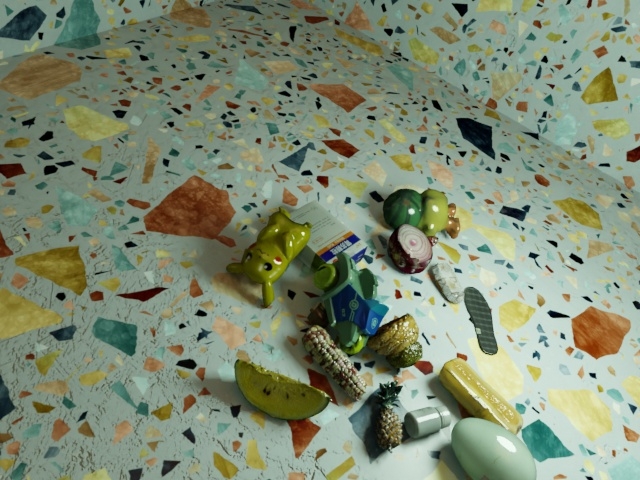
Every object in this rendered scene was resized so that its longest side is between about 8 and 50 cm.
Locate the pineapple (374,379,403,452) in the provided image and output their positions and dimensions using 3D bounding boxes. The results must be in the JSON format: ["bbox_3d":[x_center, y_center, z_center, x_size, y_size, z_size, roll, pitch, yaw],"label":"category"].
[{"bbox_3d":[0.210,0.533,1.617,0.083,0.103,0.221,12,47,-7],"label":"pineapple"}]

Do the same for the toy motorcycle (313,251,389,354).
[{"bbox_3d":[0.121,0.208,1.786,0.191,0.200,0.326,34,30,-42],"label":"toy motorcycle"}]

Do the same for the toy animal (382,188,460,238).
[{"bbox_3d":[0.432,-0.128,2.253,0.338,0.191,0.216,8,47,-11],"label":"toy animal"}]

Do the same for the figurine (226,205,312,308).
[{"bbox_3d":[-0.177,0.040,1.870,0.218,0.169,0.326,30,64,19],"label":"figurine"}]

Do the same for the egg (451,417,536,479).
[{"bbox_3d":[0.504,0.634,1.567,0.264,0.182,0.183,38,47,26],"label":"egg"}]

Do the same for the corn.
[{"bbox_3d":[0.047,0.387,1.706,0.092,0.092,0.280,-29,64,-37],"label":"corn"}]

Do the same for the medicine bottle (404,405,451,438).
[{"bbox_3d":[0.332,0.558,1.650,0.130,0.080,0.080,-5,50,-24],"label":"medicine bottle"}]

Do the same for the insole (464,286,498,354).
[{"bbox_3d":[0.614,0.301,2.039,0.110,0.012,0.309,12,45,-10],"label":"insole"}]

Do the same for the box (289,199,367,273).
[{"bbox_3d":[0.000,0.000,2.043,0.299,0.106,0.200,41,51,22],"label":"box"}]

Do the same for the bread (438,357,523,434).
[{"bbox_3d":[0.517,0.520,1.741,0.305,0.091,0.142,45,31,23],"label":"bread"}]

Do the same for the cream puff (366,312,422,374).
[{"bbox_3d":[0.261,0.356,1.782,0.183,0.183,0.169,-24,83,-35],"label":"cream puff"}]

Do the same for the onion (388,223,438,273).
[{"bbox_3d":[0.375,0.032,2.122,0.218,0.139,0.195,-20,61,-33],"label":"onion"}]

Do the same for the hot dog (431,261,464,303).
[{"bbox_3d":[0.504,0.166,2.101,0.099,0.053,0.192,-8,54,-24],"label":"hot dog"}]

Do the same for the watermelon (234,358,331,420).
[{"bbox_3d":[-0.116,0.442,1.569,0.301,0.129,0.123,18,42,6],"label":"watermelon"}]

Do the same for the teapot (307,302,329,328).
[{"bbox_3d":[0.011,0.251,1.834,0.080,0.085,0.110,44,33,21],"label":"teapot"}]
